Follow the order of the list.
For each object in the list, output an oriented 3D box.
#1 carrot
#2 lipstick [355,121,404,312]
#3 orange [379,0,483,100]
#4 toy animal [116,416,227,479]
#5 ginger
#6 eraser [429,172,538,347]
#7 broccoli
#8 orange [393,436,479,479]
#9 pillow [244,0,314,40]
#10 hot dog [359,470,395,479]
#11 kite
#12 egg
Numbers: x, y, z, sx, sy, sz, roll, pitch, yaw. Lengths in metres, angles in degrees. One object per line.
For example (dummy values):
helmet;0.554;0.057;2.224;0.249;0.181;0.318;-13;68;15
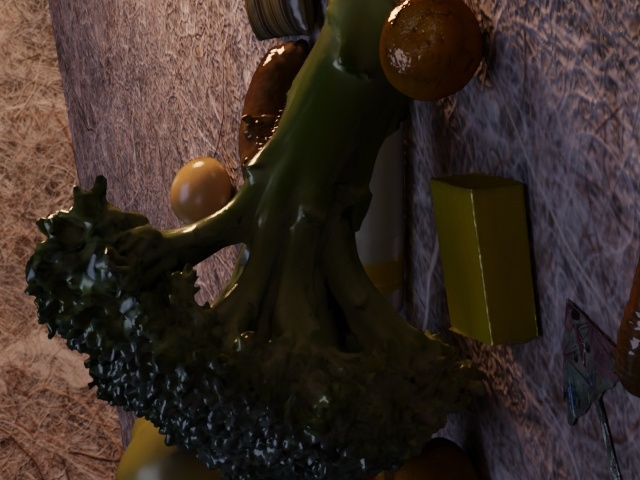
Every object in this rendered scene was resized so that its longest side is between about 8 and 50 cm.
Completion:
carrot;0.208;0.010;1.027;0.047;0.047;0.191;-122;32;-55
lipstick;0.046;-0.057;1.547;0.059;0.059;0.264;-126;30;-59
orange;0.084;-0.146;1.316;0.070;0.083;0.083;27;-134;-65
toy animal;-0.097;0.232;1.763;0.216;0.338;0.191;45;-174;14
ginger;-0.025;-0.063;1.696;0.309;0.107;0.133;-102;-12;-53
eraser;0.124;0.013;1.326;0.097;0.045;0.122;-156;57;-71
broccoli;0.010;0.023;1.427;0.275;0.397;0.353;22;153;35
orange;0.099;0.209;1.483;0.085;0.085;0.085;171;90;-75
pillow;-0.047;-0.263;1.804;0.203;0.038;0.113;-167;69;-73
hot dog;0.030;0.182;1.621;0.076;0.104;0.250;-134;25;-62
kite;0.192;0.109;1.210;0.137;0.005;0.153;112;145;-64
egg;-0.152;-0.065;2.241;0.080;0.080;0.096;-117;37;-49
